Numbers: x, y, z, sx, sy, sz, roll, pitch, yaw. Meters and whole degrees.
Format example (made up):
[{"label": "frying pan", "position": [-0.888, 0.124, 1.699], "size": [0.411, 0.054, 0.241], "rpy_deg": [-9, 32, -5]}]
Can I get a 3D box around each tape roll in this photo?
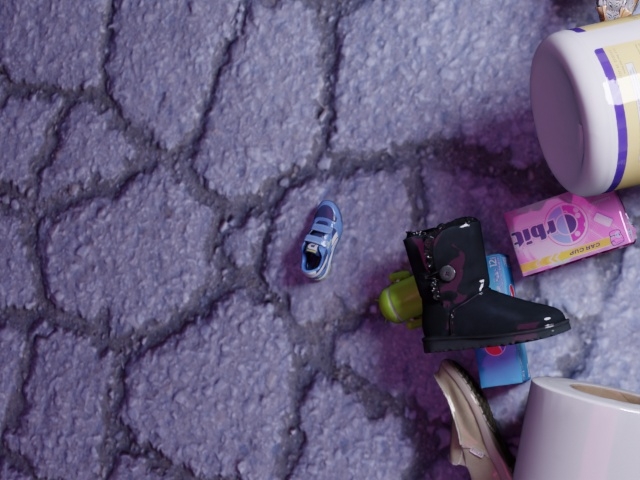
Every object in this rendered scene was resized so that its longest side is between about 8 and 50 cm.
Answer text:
[{"label": "tape roll", "position": [0.419, 0.310, 1.621], "size": [0.246, 0.246, 0.169], "rpy_deg": [12, 93, 22]}]

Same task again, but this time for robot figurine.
[{"label": "robot figurine", "position": [0.149, 0.098, 1.835], "size": [0.115, 0.067, 0.101], "rpy_deg": [-26, 77, 20]}]

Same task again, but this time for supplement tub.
[{"label": "supplement tub", "position": [0.494, -0.211, 1.565], "size": [0.331, 0.241, 0.241], "rpy_deg": [-13, 82, -7]}]

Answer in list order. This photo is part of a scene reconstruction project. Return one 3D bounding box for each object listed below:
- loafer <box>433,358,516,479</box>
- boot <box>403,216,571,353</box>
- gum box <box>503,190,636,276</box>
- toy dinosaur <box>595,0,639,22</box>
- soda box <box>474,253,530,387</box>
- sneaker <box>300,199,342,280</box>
[{"label": "loafer", "position": [0.244, 0.322, 1.768], "size": [0.092, 0.102, 0.269], "rpy_deg": [-28, 78, 13]}, {"label": "boot", "position": [0.254, 0.063, 1.704], "size": [0.246, 0.094, 0.207], "rpy_deg": [-9, 88, 28]}, {"label": "gum box", "position": [0.401, -0.021, 1.739], "size": [0.188, 0.062, 0.107], "rpy_deg": [-20, 81, 21]}, {"label": "toy dinosaur", "position": [0.487, -0.476, 1.641], "size": [0.164, 0.218, 0.322], "rpy_deg": [34, 100, 21]}, {"label": "soda box", "position": [0.285, 0.130, 1.778], "size": [0.071, 0.067, 0.210], "rpy_deg": [-11, 83, 22]}, {"label": "sneaker", "position": [0.000, 0.000, 1.905], "size": [0.053, 0.059, 0.144], "rpy_deg": [11, 91, 24]}]
